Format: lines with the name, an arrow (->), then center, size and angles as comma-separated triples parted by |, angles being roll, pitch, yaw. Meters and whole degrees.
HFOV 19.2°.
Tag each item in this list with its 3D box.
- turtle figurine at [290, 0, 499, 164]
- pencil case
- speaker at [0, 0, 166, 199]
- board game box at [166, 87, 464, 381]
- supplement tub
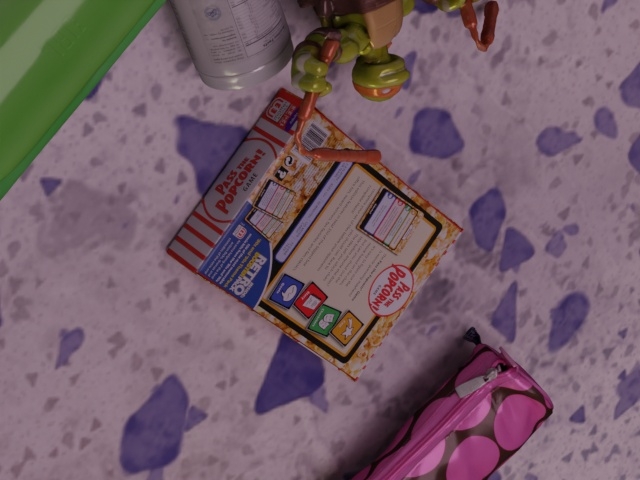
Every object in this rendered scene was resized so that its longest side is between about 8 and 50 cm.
turtle figurine -> 0.036, -0.187, 1.310 | 0.269, 0.087, 0.217 | -36, 128, -44
pencil case -> 0.089, 0.176, 1.521 | 0.209, 0.095, 0.098 | -47, 166, -10
speaker -> -0.182, -0.138, 1.149 | 0.296, 0.131, 0.131 | -51, 131, -5
board game box -> 0.000, 0.000, 1.399 | 0.193, 0.045, 0.146 | 38, 87, -41
supplement tub -> -0.065, -0.162, 1.258 | 0.071, 0.071, 0.107 | -33, 128, -19
